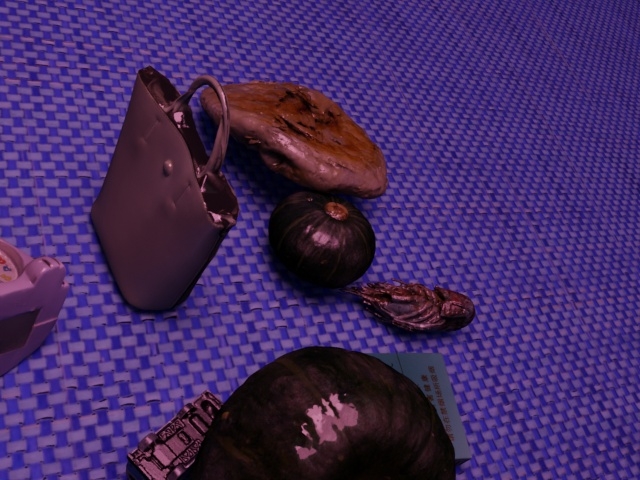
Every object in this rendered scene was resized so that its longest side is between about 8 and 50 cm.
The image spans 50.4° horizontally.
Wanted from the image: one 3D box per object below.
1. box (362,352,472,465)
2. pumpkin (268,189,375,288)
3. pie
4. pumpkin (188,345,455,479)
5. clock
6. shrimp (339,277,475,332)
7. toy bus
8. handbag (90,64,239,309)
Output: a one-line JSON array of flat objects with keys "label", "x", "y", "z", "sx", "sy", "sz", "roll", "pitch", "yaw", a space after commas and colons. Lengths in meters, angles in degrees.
[{"label": "box", "x": 0.088, "y": 0.235, "z": 0.942, "sx": 0.229, "sy": 0.041, "sz": 0.162, "roll": 5, "pitch": 55, "yaw": -26}, {"label": "pumpkin", "x": 0.002, "y": -0.003, "z": 1.014, "sx": 0.167, "sy": 0.125, "sz": 0.167, "roll": 11, "pitch": 45, "yaw": -11}, {"label": "pie", "x": -0.035, "y": -0.178, "z": 1.103, "sx": 0.339, "sy": 0.077, "sz": 0.339, "roll": 20, "pitch": 25, "yaw": -10}, {"label": "pumpkin", "x": 0.007, "y": 0.268, "z": 0.725, "sx": 0.300, "sy": 0.207, "sz": 0.300, "roll": -5, "pitch": 101, "yaw": -29}, {"label": "clock", "x": -0.426, "y": 0.022, "z": 0.738, "sx": 0.254, "sy": 0.189, "sz": 0.189, "roll": 42, "pitch": 47, "yaw": 13}, {"label": "shrimp", "x": 0.130, "y": 0.099, "z": 1.047, "sx": 0.233, "sy": 0.079, "sz": 0.090, "roll": 13, "pitch": 46, "yaw": -14}, {"label": "toy bus", "x": -0.160, "y": 0.237, "z": 0.777, "sx": 0.060, "sy": 0.075, "sz": 0.123, "roll": 43, "pitch": 46, "yaw": 12}, {"label": "handbag", "x": -0.190, "y": -0.068, "z": 0.825, "sx": 0.109, "sy": 0.315, "sz": 0.241, "roll": -16, "pitch": 65, "yaw": -34}]
